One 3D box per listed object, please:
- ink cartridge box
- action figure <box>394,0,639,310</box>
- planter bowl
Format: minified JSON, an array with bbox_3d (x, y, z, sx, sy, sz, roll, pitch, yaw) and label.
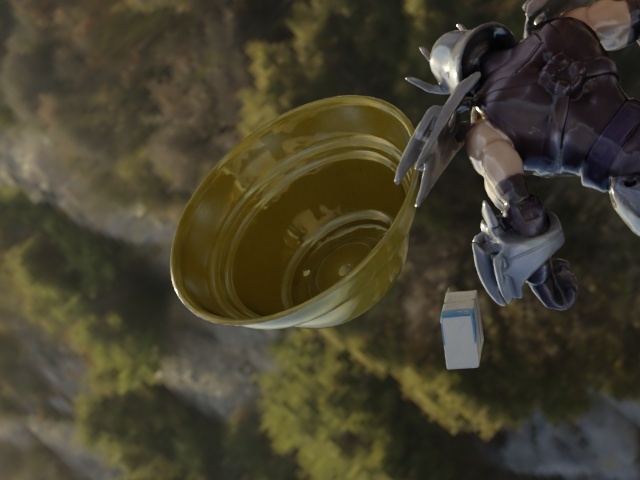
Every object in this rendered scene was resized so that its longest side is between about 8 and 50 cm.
[{"bbox_3d":[0.122,0.073,1.478,0.028,0.083,0.048,-6,106,10],"label":"ink cartridge box"},{"bbox_3d":[0.160,-0.033,0.818,0.285,0.185,0.099,29,165,26],"label":"action figure"},{"bbox_3d":[0.000,0.000,1.315,0.217,0.217,0.090,16,153,47],"label":"planter bowl"}]
